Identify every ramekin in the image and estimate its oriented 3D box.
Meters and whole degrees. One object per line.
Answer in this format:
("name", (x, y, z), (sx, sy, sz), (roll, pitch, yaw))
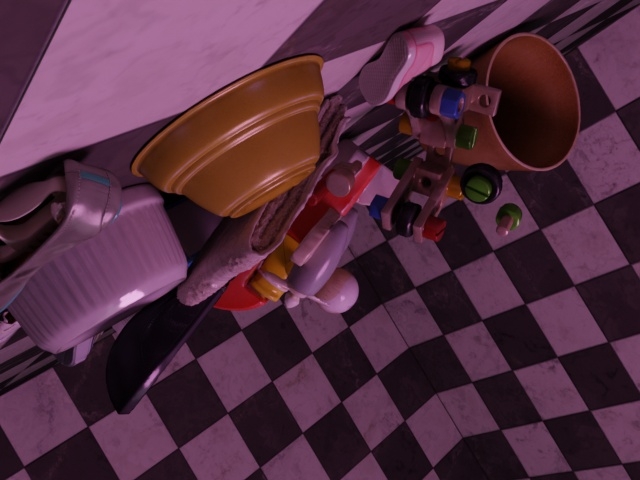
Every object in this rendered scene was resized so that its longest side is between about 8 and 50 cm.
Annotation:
("ramekin", (-0.245, 0.037, 0.844), (0.207, 0.109, 0.207), (-31, 178, -1))

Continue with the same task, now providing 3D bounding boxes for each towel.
("towel", (-0.063, -0.049, 0.929), (0.187, 0.049, 0.282), (-35, -160, 49))

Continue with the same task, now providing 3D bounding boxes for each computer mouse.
("computer mouse", (-0.195, 0.103, 0.980), (0.188, 0.072, 0.272), (-48, -174, 44))

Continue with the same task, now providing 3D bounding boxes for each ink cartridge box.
("ink cartridge box", (-0.209, 0.026, 1.047), (0.190, 0.082, 0.139), (-42, 178, 33))

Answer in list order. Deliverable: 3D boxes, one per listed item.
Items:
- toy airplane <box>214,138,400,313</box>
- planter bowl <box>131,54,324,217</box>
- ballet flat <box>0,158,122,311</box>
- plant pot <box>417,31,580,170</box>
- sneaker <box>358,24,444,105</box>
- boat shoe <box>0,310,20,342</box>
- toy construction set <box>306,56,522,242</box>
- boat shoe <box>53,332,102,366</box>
("toy airplane", (0.000, 0.000, 1.426), (0.386, 0.273, 0.384), (-33, -178, -38))
("planter bowl", (-0.068, -0.084, 0.756), (0.217, 0.090, 0.217), (-31, 178, -1))
("ballet flat", (-0.253, 0.000, 0.620), (0.213, 0.072, 0.068), (-32, 151, 21))
("plant pot", (0.298, -0.227, 1.410), (0.237, 0.237, 0.254), (-30, -168, -32))
("sneaker", (0.097, -0.202, 0.882), (0.070, 0.051, 0.134), (-25, 172, -25))
("boat shoe", (-0.441, 0.113, 1.082), (0.100, 0.035, 0.035), (-27, 151, -1))
("toy construction set", (0.146, -0.149, 1.185), (0.308, 0.258, 0.237), (-8, -155, 32))
("boat shoe", (-0.375, 0.121, 1.225), (0.094, 0.109, 0.302), (-33, 177, -35))
